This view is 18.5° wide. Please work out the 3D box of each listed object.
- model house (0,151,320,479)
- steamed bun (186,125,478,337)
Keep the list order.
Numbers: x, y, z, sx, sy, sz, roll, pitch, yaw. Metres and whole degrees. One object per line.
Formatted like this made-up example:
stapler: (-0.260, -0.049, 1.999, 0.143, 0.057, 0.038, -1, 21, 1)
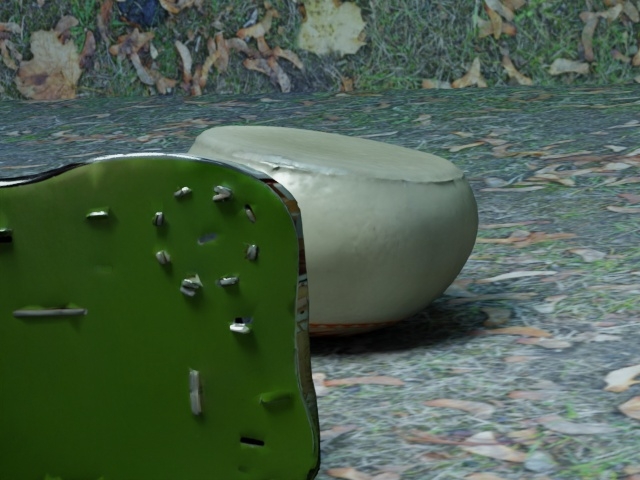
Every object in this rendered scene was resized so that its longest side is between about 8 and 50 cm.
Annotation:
model house: (-0.132, 0.046, 1.163, 0.294, 0.207, 0.154, -2, 8, 14)
steamed bun: (0.000, 0.000, 1.482, 0.232, 0.145, 0.232, 8, 10, -1)
